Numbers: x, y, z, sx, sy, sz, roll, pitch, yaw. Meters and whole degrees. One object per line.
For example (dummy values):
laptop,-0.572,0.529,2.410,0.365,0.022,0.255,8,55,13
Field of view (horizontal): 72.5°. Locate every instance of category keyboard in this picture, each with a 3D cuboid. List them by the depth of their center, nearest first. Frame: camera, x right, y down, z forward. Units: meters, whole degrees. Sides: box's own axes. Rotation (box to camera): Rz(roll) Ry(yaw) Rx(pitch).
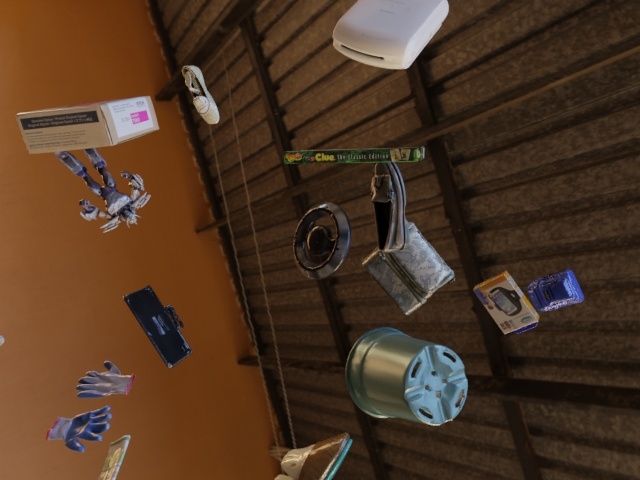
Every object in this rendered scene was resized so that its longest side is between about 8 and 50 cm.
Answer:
keyboard,-0.346,0.182,0.949,0.023,0.108,0.180,-33,-91,23

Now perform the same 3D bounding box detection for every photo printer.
photo printer,0.200,-0.633,1.293,0.256,0.307,0.107,26,-27,21

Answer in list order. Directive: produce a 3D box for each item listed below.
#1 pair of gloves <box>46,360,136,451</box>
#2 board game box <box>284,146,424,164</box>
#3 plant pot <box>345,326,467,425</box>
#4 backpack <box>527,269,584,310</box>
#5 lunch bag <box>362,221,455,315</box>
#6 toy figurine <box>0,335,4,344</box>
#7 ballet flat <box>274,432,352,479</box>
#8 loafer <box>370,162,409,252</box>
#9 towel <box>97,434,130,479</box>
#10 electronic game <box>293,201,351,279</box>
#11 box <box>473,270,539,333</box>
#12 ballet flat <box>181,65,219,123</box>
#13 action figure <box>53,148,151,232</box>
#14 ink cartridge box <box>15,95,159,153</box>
pair of gloves,-0.487,0.347,0.934,0.159,0.198,0.023,-7,-47,20
board game box,0.071,-0.171,0.876,0.259,0.136,0.030,2,-79,17
plant pot,0.313,0.489,1.552,0.334,0.341,0.341,-19,-90,66
backpack,0.631,0.138,1.191,0.120,0.101,0.098,-27,-109,38
lunch bag,0.352,0.104,1.752,0.256,0.212,0.305,-41,-97,13
toy figurine,-0.674,0.223,0.725,0.213,0.209,0.148,-62,-167,12
ballet flat,-0.044,0.557,0.986,0.124,0.116,0.342,27,-74,21
loafer,0.183,-0.097,1.210,0.096,0.084,0.268,-1,-78,60
towel,-0.578,0.623,1.200,0.113,0.023,0.152,-39,-150,35
electronic game,0.000,0.000,1.274,0.229,0.048,0.229,-16,-112,43
box,0.406,0.142,0.948,0.081,0.028,0.136,-38,-97,38
ballet flat,-0.321,-0.380,1.147,0.057,0.052,0.168,-27,-95,28
action figure,-0.609,-0.147,1.230,0.285,0.185,0.099,48,-22,6
ink cartridge box,-0.512,-0.267,0.991,0.193,0.235,0.088,-5,-69,6
